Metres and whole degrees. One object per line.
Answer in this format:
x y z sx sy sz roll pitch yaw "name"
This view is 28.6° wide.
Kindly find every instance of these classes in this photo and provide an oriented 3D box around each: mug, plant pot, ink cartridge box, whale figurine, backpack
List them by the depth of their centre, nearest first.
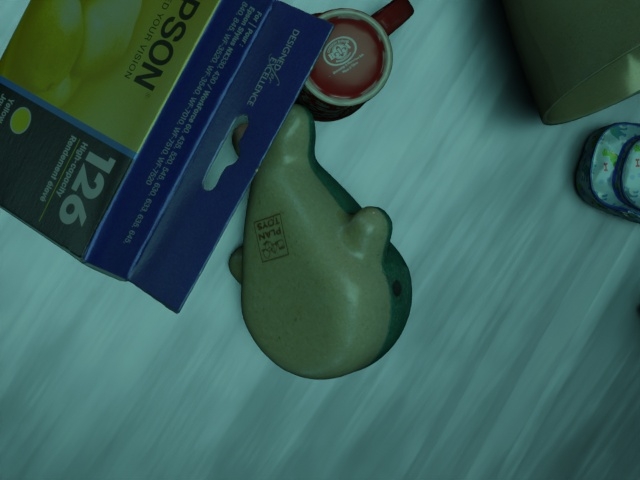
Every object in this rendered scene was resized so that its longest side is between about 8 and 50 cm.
-0.184 -0.133 1.187 0.307 0.072 0.304 28 90 34 "ink cartridge box"
0.020 -0.192 1.237 0.113 0.169 0.150 24 92 -7 "mug"
0.273 -0.296 1.237 0.256 0.256 0.274 -25 81 -4 "plant pot"
0.000 0.000 1.266 0.141 0.216 0.272 -14 86 -47 "whale figurine"
0.336 -0.073 1.324 0.114 0.084 0.105 15 91 -4 "backpack"
